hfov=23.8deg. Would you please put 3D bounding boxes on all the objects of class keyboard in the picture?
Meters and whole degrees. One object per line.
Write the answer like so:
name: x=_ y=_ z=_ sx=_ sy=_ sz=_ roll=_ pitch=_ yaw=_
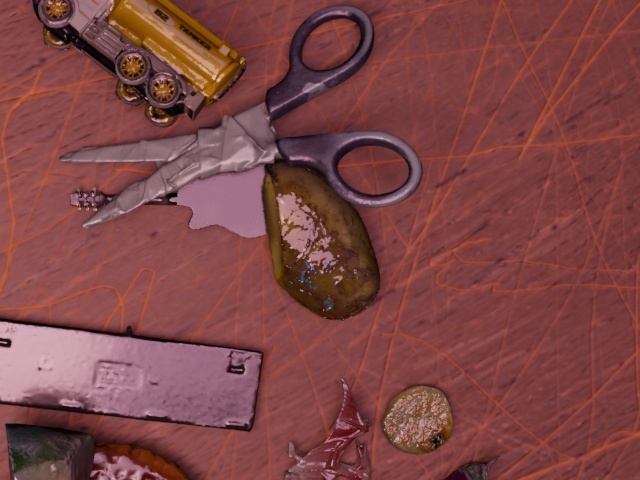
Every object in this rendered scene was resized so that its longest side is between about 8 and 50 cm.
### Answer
keyboard: x=-0.226 y=0.145 z=1.692 sx=0.317 sy=0.027 sz=0.106 roll=8 pitch=93 yaw=-6

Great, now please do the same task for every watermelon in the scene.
watermelon: x=-0.281 y=0.317 z=1.574 sx=0.094 sy=0.154 sz=0.241 roll=-1 pitch=98 yaw=-6

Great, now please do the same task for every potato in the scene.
potato: x=0.000 y=0.000 z=1.687 sx=0.119 sy=0.054 sz=0.198 roll=-21 pitch=99 yaw=-13

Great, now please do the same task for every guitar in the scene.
guitar: x=-0.162 y=-0.047 z=1.696 sx=0.233 sy=0.025 sz=0.088 roll=0 pitch=92 yaw=-6

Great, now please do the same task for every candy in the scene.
candy: x=0.138 y=0.301 z=1.723 sx=0.175 sy=0.045 sz=0.043 roll=-37 pitch=100 yaw=-5

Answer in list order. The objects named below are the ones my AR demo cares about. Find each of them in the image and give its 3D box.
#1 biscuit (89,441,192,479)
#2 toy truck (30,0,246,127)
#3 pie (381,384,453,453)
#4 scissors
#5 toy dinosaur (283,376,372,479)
biscuit: x=-0.260 y=0.383 z=1.665 sx=0.334 sy=0.081 sz=0.289 roll=-32 pitch=92 yaw=-9
toy truck: x=-0.198 y=-0.217 z=1.642 sx=0.227 sy=0.098 sz=0.114 roll=37 pitch=78 yaw=1
pie: x=0.110 y=0.205 z=1.732 sx=0.085 sy=0.017 sz=0.085 roll=0 pitch=92 yaw=-6
scissors: x=-0.098 y=-0.111 z=1.671 sx=0.383 sy=0.029 sz=0.256 roll=-16 pitch=66 yaw=2
toy dinosaur: x=0.013 y=0.262 z=1.717 sx=0.108 sy=0.032 sz=0.220 roll=3 pitch=100 yaw=-10
